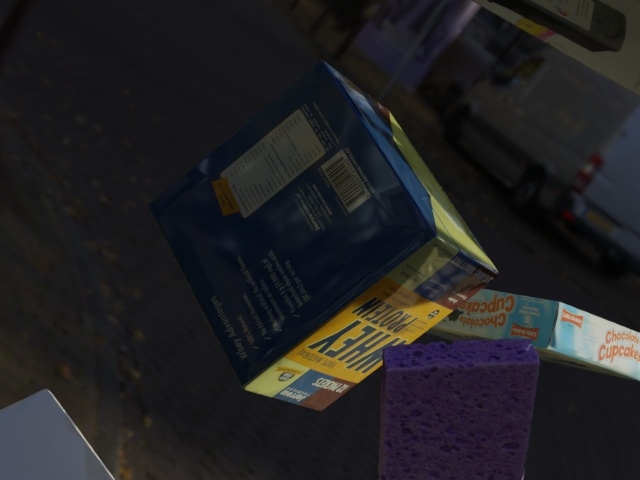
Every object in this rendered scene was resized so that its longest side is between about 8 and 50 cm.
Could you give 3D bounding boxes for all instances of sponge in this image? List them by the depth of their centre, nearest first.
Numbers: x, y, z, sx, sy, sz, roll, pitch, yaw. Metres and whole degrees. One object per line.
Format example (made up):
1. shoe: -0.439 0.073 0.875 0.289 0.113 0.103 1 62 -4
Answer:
1. sponge: 0.105 0.166 1.066 0.117 0.210 0.031 -2 38 -3

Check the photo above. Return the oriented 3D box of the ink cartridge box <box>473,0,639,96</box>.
1. ink cartridge box: 0.248 -0.255 1.043 0.306 0.226 0.131 31 -19 10

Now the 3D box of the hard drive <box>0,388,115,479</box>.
1. hard drive: -0.367 0.315 1.353 0.353 0.047 0.233 -25 66 -37

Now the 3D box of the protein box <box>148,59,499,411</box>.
1. protein box: 0.000 0.000 1.133 0.136 0.201 0.200 27 28 -58

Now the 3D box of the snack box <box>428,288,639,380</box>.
1. snack box: 0.210 0.098 1.613 0.187 0.060 0.322 20 -7 -42
